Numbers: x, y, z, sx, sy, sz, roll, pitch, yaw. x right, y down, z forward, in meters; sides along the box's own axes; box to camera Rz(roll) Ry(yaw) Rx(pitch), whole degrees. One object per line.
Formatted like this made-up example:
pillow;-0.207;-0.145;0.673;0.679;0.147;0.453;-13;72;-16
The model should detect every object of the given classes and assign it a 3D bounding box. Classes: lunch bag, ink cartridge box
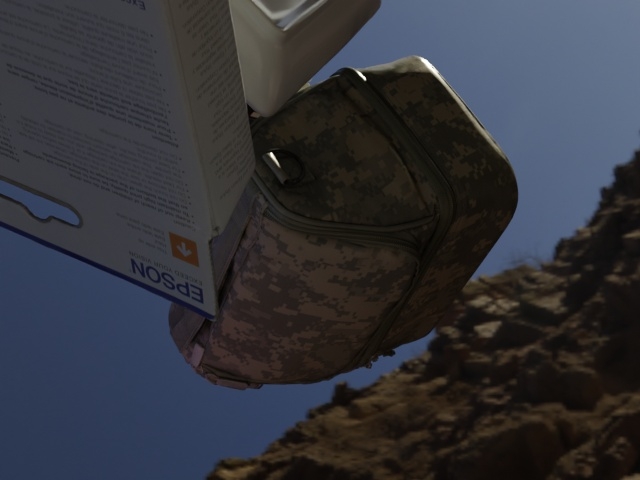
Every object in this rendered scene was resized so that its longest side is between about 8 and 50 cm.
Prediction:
lunch bag;0.000;0.000;1.010;0.256;0.305;0.212;-16;-118;-32
ink cartridge box;-0.134;-0.088;0.465;0.045;0.223;0.224;-50;-29;-36

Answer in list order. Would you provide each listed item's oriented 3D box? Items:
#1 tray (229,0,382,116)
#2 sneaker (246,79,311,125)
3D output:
tray;-0.032;-0.171;0.620;0.145;0.030;0.270;46;-152;-7
sneaker;-0.075;-0.133;0.987;0.063;0.074;0.170;39;-113;20
